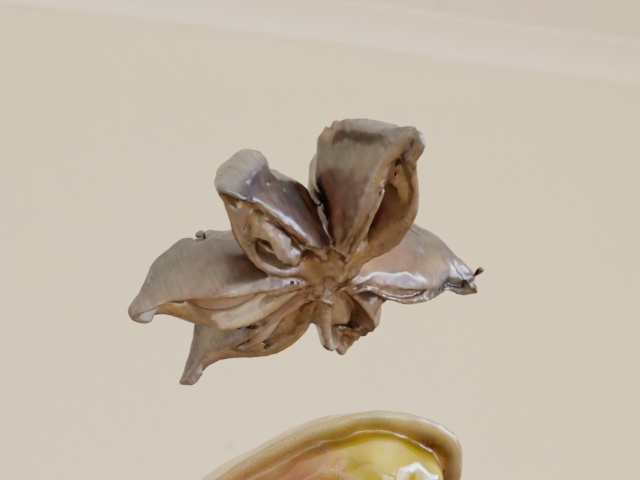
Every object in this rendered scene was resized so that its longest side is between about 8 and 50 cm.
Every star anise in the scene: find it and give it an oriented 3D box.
[{"bbox_3d":[-0.014,0.008,0.851,0.171,0.063,0.208,-25,-27,4],"label":"star anise"}]

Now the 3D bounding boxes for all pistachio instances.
[{"bbox_3d":[-0.021,0.219,1.148,0.187,0.187,0.299,20,-43,-32],"label":"pistachio"}]
